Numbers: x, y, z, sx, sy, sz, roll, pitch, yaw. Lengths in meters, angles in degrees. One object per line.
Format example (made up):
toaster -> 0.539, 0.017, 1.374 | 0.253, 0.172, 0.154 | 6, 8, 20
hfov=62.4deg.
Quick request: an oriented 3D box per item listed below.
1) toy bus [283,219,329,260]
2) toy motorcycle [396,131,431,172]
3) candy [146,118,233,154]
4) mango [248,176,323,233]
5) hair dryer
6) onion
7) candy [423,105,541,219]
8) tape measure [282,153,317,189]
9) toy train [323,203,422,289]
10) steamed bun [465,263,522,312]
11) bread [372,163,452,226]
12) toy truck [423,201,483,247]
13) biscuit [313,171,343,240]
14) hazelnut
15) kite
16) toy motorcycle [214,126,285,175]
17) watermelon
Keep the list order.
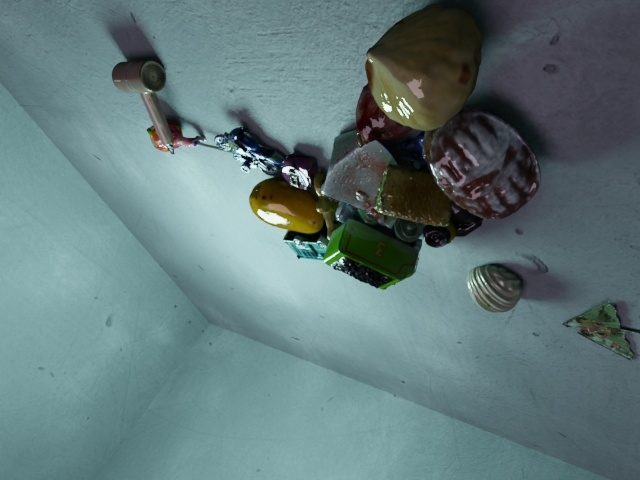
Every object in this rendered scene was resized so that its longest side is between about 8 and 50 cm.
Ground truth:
toy bus -> 0.000, 0.000, 1.990 | 0.256, 0.128, 0.147 | 4, 141, 41
toy motorcycle -> 0.285, -0.244, 1.366 | 0.114, 0.076, 0.205 | 50, 151, -10
candy -> -0.473, -0.363, 1.955 | 0.365, 0.124, 0.124 | 15, 147, 19
mango -> -0.117, -0.124, 1.893 | 0.290, 0.160, 0.191 | 26, 143, 6
hair dryer -> -0.594, -0.456, 1.854 | 0.189, 0.107, 0.344 | 11, 129, 37
onion -> 0.151, -0.304, 1.279 | 0.159, 0.195, 0.159 | 39, 173, 6
candy -> 0.371, -0.178, 1.221 | 0.289, 0.157, 0.214 | 39, 107, -13
tape measure -> -0.070, -0.231, 1.755 | 0.118, 0.074, 0.125 | 19, 147, 27
toy train -> 0.175, 0.010, 1.667 | 0.307, 0.249, 0.173 | 25, 155, -13
steamed bun -> 0.549, 0.160, 1.682 | 0.182, 0.106, 0.183 | 25, 153, 14
bread -> 0.242, -0.115, 1.355 | 0.196, 0.138, 0.102 | 15, -179, 4
toy truck -> 0.340, -0.102, 1.473 | 0.165, 0.147, 0.224 | -25, 119, 33
biscuit -> 0.036, -0.114, 1.750 | 0.035, 0.158, 0.240 | -13, 105, 25
hazelnut -> 0.202, -0.348, 1.076 | 0.241, 0.261, 0.261 | 22, 160, -30
kite -> 0.875, 0.273, 1.613 | 0.267, 0.013, 0.323 | 1, 141, 47
toy motorcycle -> -0.239, -0.309, 1.801 | 0.254, 0.092, 0.135 | 28, 144, -8
watermelon -> 0.107, -0.181, 1.471 | 0.320, 0.213, 0.289 | 58, 163, 15
